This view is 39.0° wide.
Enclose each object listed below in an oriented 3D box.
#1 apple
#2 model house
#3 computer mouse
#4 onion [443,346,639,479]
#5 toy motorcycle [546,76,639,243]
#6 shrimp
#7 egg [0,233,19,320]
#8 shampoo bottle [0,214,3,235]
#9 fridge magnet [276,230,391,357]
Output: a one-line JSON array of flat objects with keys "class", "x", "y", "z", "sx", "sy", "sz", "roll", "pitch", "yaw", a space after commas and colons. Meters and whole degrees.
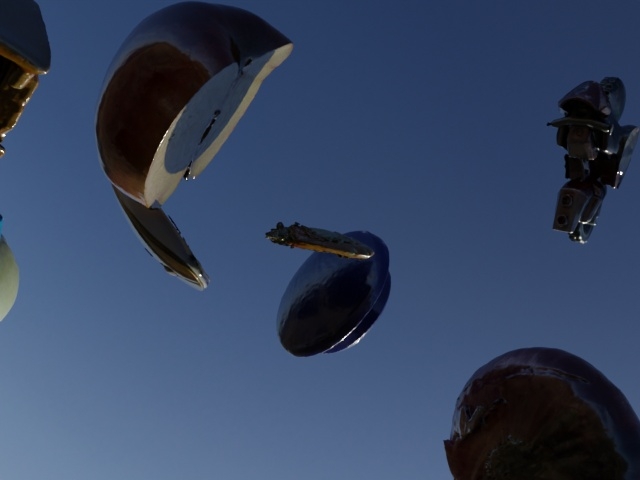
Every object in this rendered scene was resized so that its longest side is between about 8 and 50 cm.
[{"class": "apple", "x": -0.213, "y": -0.219, "z": 1.493, "sx": 0.365, "sy": 0.329, "sz": 0.295, "roll": -53, "pitch": -135, "yaw": 41}, {"class": "model house", "x": -0.442, "y": -0.202, "z": 1.060, "sx": 0.200, "sy": 0.219, "sz": 0.229, "roll": 23, "pitch": -65, "yaw": -25}, {"class": "computer mouse", "x": -0.311, "y": -0.029, "z": 1.667, "sx": 0.310, "sy": 0.072, "sz": 0.158, "roll": 51, "pitch": -9, "yaw": 23}, {"class": "onion", "x": 0.380, "y": 0.343, "z": 1.460, "sx": 0.348, "sy": 0.286, "sz": 0.347, "roll": -2, "pitch": -93, "yaw": 41}, {"class": "toy motorcycle", "x": 0.331, "y": -0.104, "z": 1.115, "sx": 0.082, "sy": 0.122, "sz": 0.213, "roll": 13, "pitch": -90, "yaw": 43}, {"class": "shrimp", "x": 0.000, "y": 0.000, "z": 1.441, "sx": 0.091, "sy": 0.184, "sz": 0.043, "roll": -139, "pitch": -119, "yaw": -73}, {"class": "egg", "x": -0.573, "y": 0.063, "z": 1.432, "sx": 0.183, "sy": 0.183, "sz": 0.217, "roll": 37, "pitch": -38, "yaw": 19}, {"class": "shampoo bottle", "x": -0.433, "y": 0.015, "z": 1.090, "sx": 0.087, "sy": 0.050, "sz": 0.182, "roll": 14, "pitch": -69, "yaw": -4}, {"class": "fridge magnet", "x": 0.025, "y": 0.099, "z": 1.632, "sx": 0.113, "sy": 0.265, "sz": 0.265, "roll": 39, "pitch": -29, "yaw": -26}]
